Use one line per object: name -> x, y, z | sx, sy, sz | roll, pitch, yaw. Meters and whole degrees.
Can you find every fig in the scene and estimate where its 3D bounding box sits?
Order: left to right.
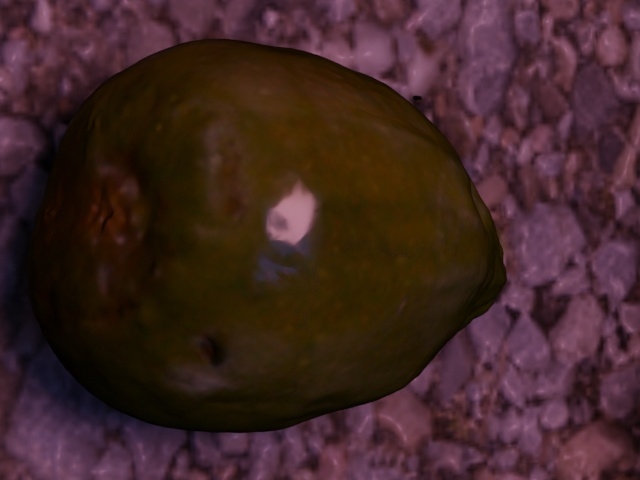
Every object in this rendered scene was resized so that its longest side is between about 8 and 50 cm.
fig -> -0.005, 0.004, 0.778 | 0.233, 0.167, 0.167 | 10, 88, -15
